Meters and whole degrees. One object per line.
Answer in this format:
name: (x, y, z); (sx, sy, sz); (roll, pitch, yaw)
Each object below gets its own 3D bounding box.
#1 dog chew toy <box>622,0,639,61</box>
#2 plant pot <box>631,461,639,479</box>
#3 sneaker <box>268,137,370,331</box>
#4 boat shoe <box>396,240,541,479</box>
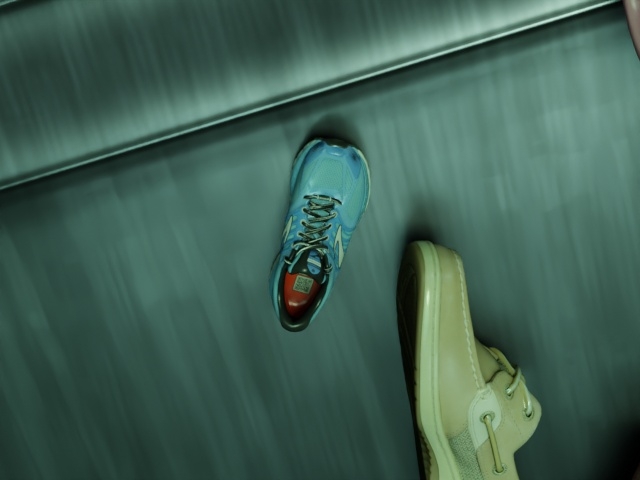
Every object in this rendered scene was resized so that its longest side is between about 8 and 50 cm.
dog chew toy: (0.372, -0.189, 0.980); (0.331, 0.207, 0.207); (-13, 114, -1)
plant pot: (0.317, 0.310, 1.188); (0.272, 0.272, 0.265); (14, 106, -5)
sneaker: (0.000, 0.000, 1.139); (0.063, 0.073, 0.162); (11, 115, -3)
boat shoe: (0.121, 0.127, 1.182); (0.098, 0.109, 0.302); (-10, 120, 0)
